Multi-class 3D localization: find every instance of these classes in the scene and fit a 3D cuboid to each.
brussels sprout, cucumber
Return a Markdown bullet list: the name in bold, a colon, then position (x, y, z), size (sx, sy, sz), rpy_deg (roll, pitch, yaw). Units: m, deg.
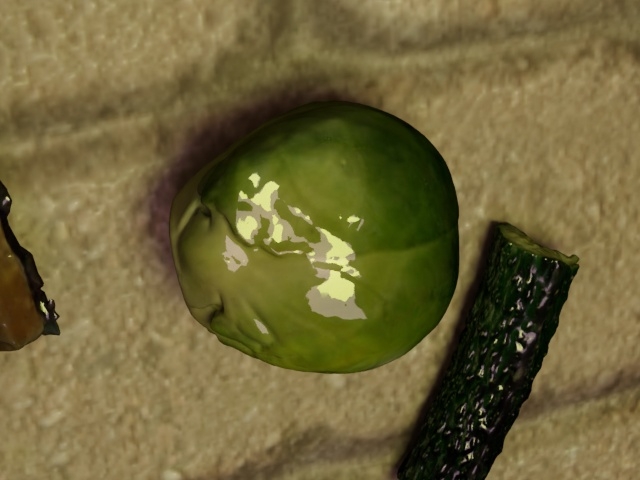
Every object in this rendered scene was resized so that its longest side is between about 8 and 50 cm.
- **brussels sprout**: position (0.000, 0.001, 0.806), size (0.155, 0.117, 0.155), rpy_deg (0, 103, -1)
- **cucumber**: position (0.099, 0.083, 0.918), size (0.058, 0.058, 0.187), rpy_deg (10, 113, -24)

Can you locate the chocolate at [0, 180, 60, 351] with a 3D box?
- **chocolate**: position (-0.218, -0.072, 0.697), size (0.102, 0.065, 0.329), rpy_deg (-2, 126, 25)
